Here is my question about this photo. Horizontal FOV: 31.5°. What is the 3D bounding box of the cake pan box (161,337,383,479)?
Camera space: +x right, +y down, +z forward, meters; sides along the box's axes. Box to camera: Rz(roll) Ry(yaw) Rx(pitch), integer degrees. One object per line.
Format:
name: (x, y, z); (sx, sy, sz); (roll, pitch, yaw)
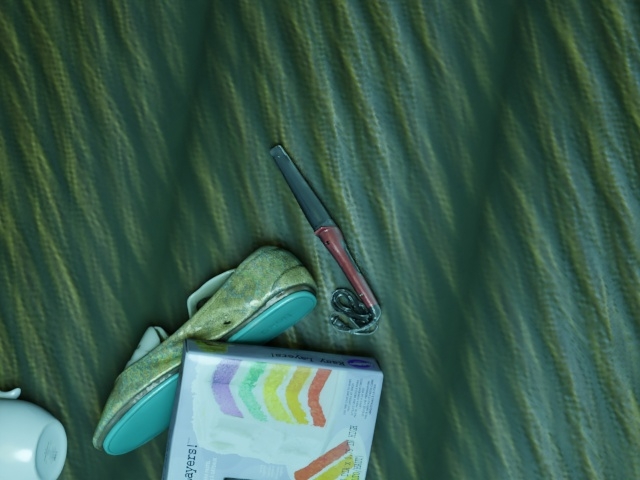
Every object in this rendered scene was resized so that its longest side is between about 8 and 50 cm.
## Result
cake pan box: (-0.066, 0.261, 1.391); (0.246, 0.070, 0.266); (9, 102, -8)

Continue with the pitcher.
pitcher: (-0.435, 0.239, 1.470); (0.207, 0.125, 0.177); (3, 72, 18)

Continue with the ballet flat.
ballet flat: (-0.161, 0.132, 1.449); (0.349, 0.123, 0.123); (-39, 84, 4)

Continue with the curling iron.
curling iron: (0.000, 0.000, 1.465); (0.068, 0.035, 0.274); (-25, 85, 4)
